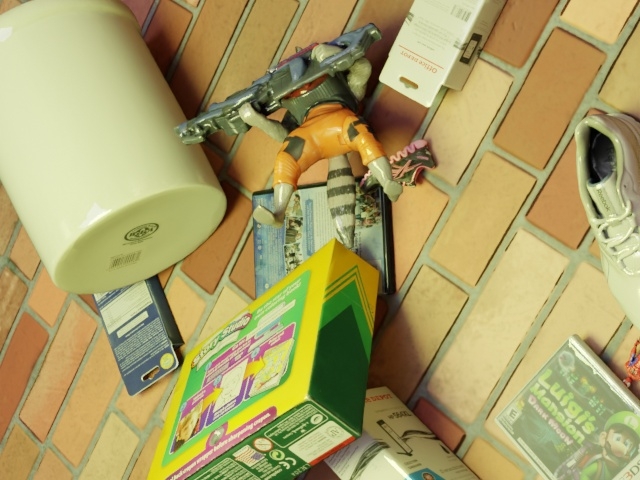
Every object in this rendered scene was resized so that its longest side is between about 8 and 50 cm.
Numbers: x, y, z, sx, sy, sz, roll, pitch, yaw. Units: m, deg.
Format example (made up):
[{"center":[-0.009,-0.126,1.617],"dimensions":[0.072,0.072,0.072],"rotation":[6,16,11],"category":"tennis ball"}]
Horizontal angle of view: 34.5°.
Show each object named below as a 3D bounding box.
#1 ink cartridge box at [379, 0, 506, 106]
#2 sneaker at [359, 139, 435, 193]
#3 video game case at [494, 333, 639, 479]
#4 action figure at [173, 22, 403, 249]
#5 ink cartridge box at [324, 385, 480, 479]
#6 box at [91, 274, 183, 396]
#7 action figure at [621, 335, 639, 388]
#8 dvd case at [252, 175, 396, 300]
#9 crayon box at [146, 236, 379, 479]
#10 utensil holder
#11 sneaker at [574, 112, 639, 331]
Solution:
[{"center":[0.171,-0.284,1.463],"dimensions":[0.104,0.060,0.180],"rotation":[35,107,30],"category":"ink cartridge box"},{"center":[0.113,-0.095,1.496],"dimensions":[0.119,0.047,0.057],"rotation":[-32,85,11],"category":"sneaker"},{"center":[0.338,0.247,1.333],"dimensions":[0.190,0.022,0.173],"rotation":[50,122,26],"category":"video game case"},{"center":[-0.034,-0.149,1.506],"dimensions":[0.341,0.178,0.330],"rotation":[-21,47,20],"category":"action figure"},{"center":[0.099,0.303,1.433],"dimensions":[0.203,0.148,0.086],"rotation":[43,112,28],"category":"ink cartridge box"},{"center":[-0.318,0.145,1.799],"dimensions":[0.136,0.036,0.225],"rotation":[-35,68,29],"category":"box"},{"center":[0.412,0.139,1.296],"dimensions":[0.038,0.030,0.115],"rotation":[37,111,26],"category":"action figure"},{"center":[0.000,0.000,1.593],"dimensions":[0.253,0.022,0.180],"rotation":[-6,84,35],"category":"dvd case"},{"center":[-0.082,0.212,1.468],"dimensions":[0.363,0.106,0.313],"rotation":[-38,24,32],"category":"crayon box"},{"center":[-0.368,-0.153,1.677],"dimensions":[0.327,0.328,0.385],"rotation":[-41,68,26],"category":"utensil holder"},{"center":[0.369,-0.020,1.268],"dimensions":[0.111,0.129,0.297],"rotation":[-25,73,30],"category":"sneaker"}]
